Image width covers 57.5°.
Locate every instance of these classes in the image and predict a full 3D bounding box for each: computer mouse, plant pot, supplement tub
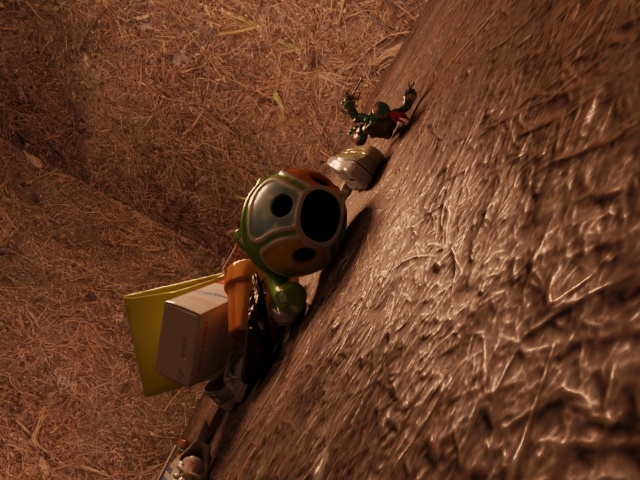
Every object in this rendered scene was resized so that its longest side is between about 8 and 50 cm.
[{"bbox_3d":[-0.146,0.234,1.412,0.188,0.072,0.272,-98,16,-60],"label":"computer mouse"},{"bbox_3d":[-0.170,0.181,1.590,0.205,0.205,0.188,127,155,-54],"label":"plant pot"},{"bbox_3d":[-0.383,0.644,1.567,0.198,0.106,0.106,-65,7,-26],"label":"supplement tub"}]

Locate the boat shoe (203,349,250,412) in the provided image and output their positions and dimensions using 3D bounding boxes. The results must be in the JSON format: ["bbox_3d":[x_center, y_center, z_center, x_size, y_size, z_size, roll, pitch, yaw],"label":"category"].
[{"bbox_3d":[-0.248,0.386,1.628,0.320,0.103,0.118,-54,9,53],"label":"boat shoe"}]

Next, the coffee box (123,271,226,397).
[{"bbox_3d":[-0.460,0.317,2.033,0.334,0.338,0.337,146,111,-79],"label":"coffee box"}]

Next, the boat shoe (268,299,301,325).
[{"bbox_3d":[-0.081,0.171,1.425,0.226,0.083,0.075,-88,0,-76],"label":"boat shoe"}]

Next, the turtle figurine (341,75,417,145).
[{"bbox_3d":[0.134,-0.297,1.384,0.234,0.175,0.118,102,171,-77],"label":"turtle figurine"}]

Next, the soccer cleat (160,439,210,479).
[{"bbox_3d":[-0.338,0.591,1.364,0.143,0.116,0.331,-60,5,13],"label":"soccer cleat"}]

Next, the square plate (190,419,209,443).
[{"bbox_3d":[-0.460,0.788,1.836,0.344,0.049,0.347,-56,8,38],"label":"square plate"}]

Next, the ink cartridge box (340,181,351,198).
[{"bbox_3d":[0.086,-0.175,1.775,0.115,0.029,0.063,-62,5,-20],"label":"ink cartridge box"}]

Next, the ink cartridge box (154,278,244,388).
[{"bbox_3d":[-0.325,0.258,1.707,0.306,0.131,0.226,-17,-59,-63],"label":"ink cartridge box"}]

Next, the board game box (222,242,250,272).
[{"bbox_3d":[-0.216,0.090,2.137,0.141,0.232,0.291,-61,6,0],"label":"board game box"}]

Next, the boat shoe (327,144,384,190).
[{"bbox_3d":[0.096,-0.191,1.505,0.094,0.109,0.302,-46,15,0],"label":"boat shoe"}]

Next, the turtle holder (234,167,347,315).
[{"bbox_3d":[-0.067,-0.018,1.339,0.320,0.243,0.227,-54,20,-21],"label":"turtle holder"}]
